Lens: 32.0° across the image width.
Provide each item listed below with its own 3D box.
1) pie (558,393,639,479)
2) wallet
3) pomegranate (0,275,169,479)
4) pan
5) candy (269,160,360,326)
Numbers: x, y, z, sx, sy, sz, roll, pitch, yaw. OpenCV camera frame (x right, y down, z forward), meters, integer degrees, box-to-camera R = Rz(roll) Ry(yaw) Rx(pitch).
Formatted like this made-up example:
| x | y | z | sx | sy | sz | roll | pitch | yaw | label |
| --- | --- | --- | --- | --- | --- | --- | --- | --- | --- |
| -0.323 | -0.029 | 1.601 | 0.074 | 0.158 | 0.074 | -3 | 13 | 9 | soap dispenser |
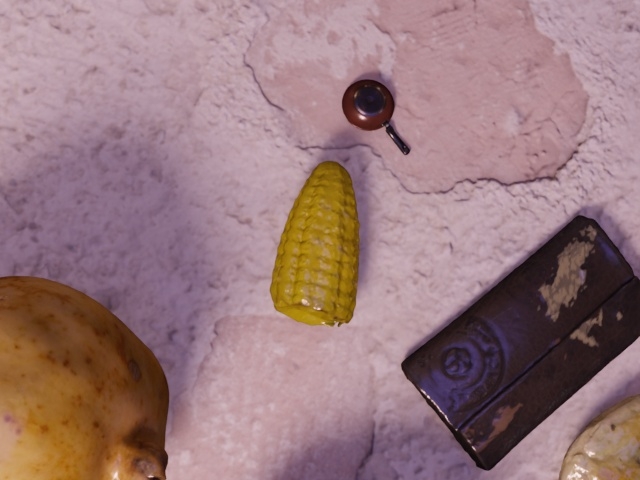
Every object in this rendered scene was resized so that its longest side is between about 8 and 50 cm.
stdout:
| x | y | z | sx | sy | sz | roll | pitch | yaw | label |
| --- | --- | --- | --- | --- | --- | --- | --- | --- | --- |
| 0.453 | 0.329 | 1.376 | 0.338 | 0.075 | 0.337 | 1 | 81 | -8 | pie |
| 0.269 | 0.123 | 1.396 | 0.321 | 0.044 | 0.170 | -38 | 87 | -12 | wallet |
| -0.294 | 0.201 | 1.160 | 0.343 | 0.342 | 0.342 | 1 | 81 | -8 | pomegranate |
| 0.077 | -0.157 | 1.419 | 0.068 | 0.023 | 0.115 | -40 | 89 | -13 | pan |
| 0.000 | 0.000 | 1.352 | 0.106 | 0.094 | 0.198 | 21 | 71 | -40 | candy |
